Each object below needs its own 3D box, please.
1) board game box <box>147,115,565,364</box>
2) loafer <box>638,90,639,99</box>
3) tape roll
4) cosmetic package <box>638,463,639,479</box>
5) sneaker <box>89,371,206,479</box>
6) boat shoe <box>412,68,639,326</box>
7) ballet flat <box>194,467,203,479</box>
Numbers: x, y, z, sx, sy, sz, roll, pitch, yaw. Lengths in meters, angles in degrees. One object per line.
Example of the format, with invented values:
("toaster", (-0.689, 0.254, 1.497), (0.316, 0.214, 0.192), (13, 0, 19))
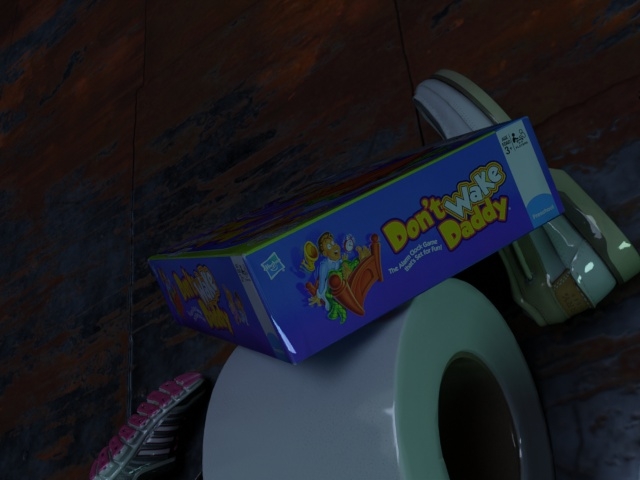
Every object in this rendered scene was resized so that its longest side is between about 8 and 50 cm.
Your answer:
("board game box", (0.000, 0.000, 0.653), (0.233, 0.078, 0.347), (-27, 8, -21))
("loafer", (0.339, -0.087, 0.598), (0.078, 0.080, 0.220), (-51, 38, 21))
("tape roll", (0.053, 0.164, 0.579), (0.169, 0.246, 0.246), (-18, 56, 33))
("cosmetic package", (0.330, 0.267, 0.332), (0.377, 0.097, 0.284), (4, 80, 39))
("sneaker", (-0.189, 0.233, 0.892), (0.170, 0.075, 0.063), (-48, 21, -22))
("boat shoe", (0.157, -0.052, 0.704), (0.103, 0.113, 0.302), (-40, 47, 10))
("ballet flat", (-0.093, 0.242, 0.798), (0.250, 0.058, 0.084), (-53, 45, 5))
